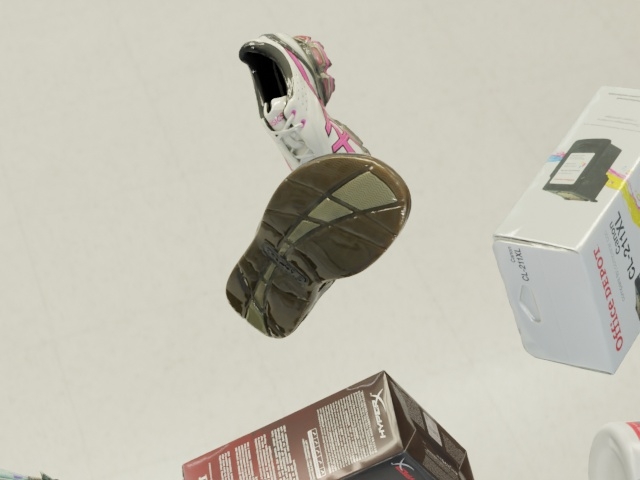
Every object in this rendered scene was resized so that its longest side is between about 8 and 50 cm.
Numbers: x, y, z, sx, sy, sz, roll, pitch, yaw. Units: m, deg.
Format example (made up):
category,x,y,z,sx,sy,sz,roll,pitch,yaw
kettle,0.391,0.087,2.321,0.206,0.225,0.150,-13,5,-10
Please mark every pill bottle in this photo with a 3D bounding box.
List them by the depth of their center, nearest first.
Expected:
category,x,y,z,sx,sy,sz,roll,pitch,yaw
pill bottle,0.330,0.202,1.195,0.180,0.108,0.108,-2,43,-11

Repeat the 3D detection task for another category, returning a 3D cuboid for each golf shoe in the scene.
category,x,y,z,sx,sy,sz,roll,pitch,yaw
golf shoe,-0.015,-0.086,1.170,0.086,0.067,0.186,-6,67,-50

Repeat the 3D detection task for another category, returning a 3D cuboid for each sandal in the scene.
category,x,y,z,sx,sy,sz,roll,pitch,yaw
sandal,0.000,0.000,1.040,0.090,0.219,0.060,42,49,5

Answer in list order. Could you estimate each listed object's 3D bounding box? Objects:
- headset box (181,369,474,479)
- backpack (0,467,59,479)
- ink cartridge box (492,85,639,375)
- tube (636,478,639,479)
category,x,y,z,sx,sy,sz,roll,pitch,yaw
headset box,0.003,0.290,1.563,0.293,0.218,0.110,-26,48,16
backpack,-0.307,0.336,1.375,0.191,0.253,0.225,1,76,37
ink cartridge box,0.209,-0.008,1.028,0.072,0.127,0.175,12,50,37
tube,0.236,0.193,1.009,0.207,0.080,0.052,-8,43,-31
